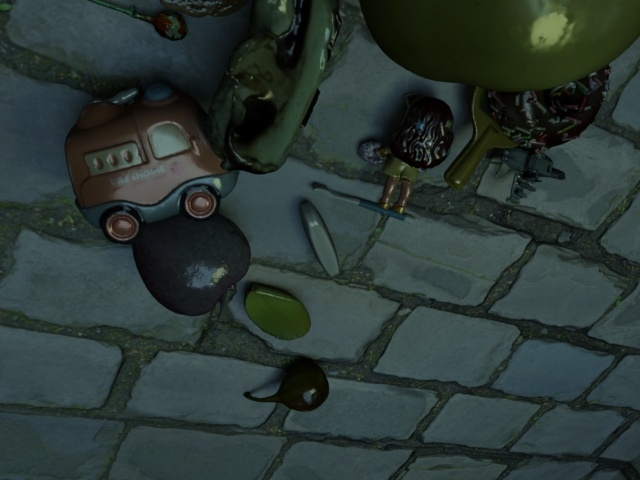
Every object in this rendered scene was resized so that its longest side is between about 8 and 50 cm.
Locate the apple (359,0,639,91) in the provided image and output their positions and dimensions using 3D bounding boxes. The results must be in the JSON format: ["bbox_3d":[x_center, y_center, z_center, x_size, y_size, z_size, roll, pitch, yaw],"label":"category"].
[{"bbox_3d":[0.267,-0.436,0.813,0.473,0.474,0.474,-9,129,-11],"label":"apple"}]

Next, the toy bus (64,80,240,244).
[{"bbox_3d":[-0.297,-0.148,1.021,0.287,0.194,0.232,-18,117,-3],"label":"toy bus"}]

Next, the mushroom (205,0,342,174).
[{"bbox_3d":[-0.089,-0.276,0.954,0.247,0.130,0.344,7,102,-65],"label":"mushroom"}]

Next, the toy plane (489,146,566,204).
[{"bbox_3d":[0.485,-0.164,1.313,0.262,0.088,0.192,10,95,-29],"label":"toy plane"}]

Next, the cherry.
[{"bbox_3d":[-0.249,0.039,1.169,0.266,0.183,0.213,41,92,-24],"label":"cherry"}]

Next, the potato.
[{"bbox_3d":[-0.106,0.162,1.397,0.198,0.054,0.119,30,113,-29],"label":"potato"}]

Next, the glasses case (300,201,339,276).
[{"bbox_3d":[0.000,0.000,1.289,0.049,0.074,0.193,-22,129,0],"label":"glasses case"}]

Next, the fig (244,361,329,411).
[{"bbox_3d":[-0.094,0.396,1.552,0.236,0.124,0.124,-13,130,8],"label":"fig"}]

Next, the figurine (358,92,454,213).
[{"bbox_3d":[0.181,-0.175,1.186,0.174,0.116,0.240,10,123,-24],"label":"figurine"}]

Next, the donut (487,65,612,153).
[{"bbox_3d":[0.447,-0.303,1.134,0.269,0.103,0.270,-10,113,-26],"label":"donut"}]

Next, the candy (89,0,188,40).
[{"bbox_3d":[-0.302,-0.363,0.939,0.184,0.055,0.049,15,77,-17],"label":"candy"}]

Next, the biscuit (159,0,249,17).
[{"bbox_3d":[-0.171,-0.449,0.904,0.180,0.049,0.208,5,126,-21],"label":"biscuit"}]

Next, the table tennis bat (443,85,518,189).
[{"bbox_3d":[0.353,-0.243,1.191,0.198,0.050,0.321,33,93,-31],"label":"table tennis bat"}]

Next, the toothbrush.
[{"bbox_3d":[0.099,-0.080,1.297,0.275,0.025,0.019,15,126,-30],"label":"toothbrush"}]
